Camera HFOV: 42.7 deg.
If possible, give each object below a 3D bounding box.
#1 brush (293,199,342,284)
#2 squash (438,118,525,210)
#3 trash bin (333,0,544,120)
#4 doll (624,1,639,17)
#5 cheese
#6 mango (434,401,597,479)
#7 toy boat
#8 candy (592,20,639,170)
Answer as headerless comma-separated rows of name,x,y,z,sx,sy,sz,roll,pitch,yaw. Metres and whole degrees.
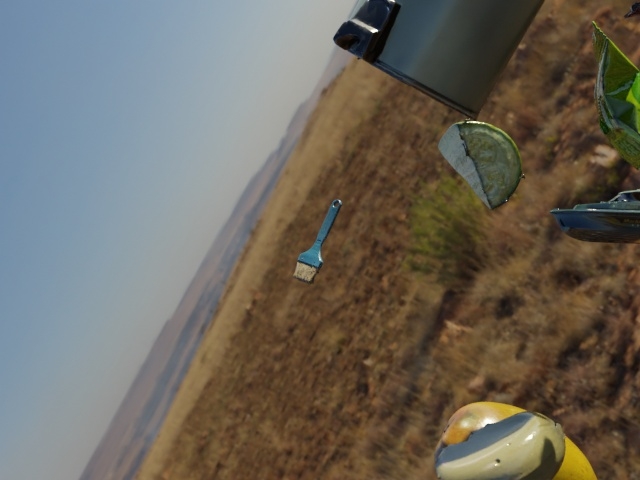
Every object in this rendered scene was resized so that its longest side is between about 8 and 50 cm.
brush,0.000,0.000,1.475,0.014,0.051,0.164,38,-106,-52
squash,0.346,-0.157,1.735,0.111,0.203,0.289,-22,-6,-1
trash bin,0.177,-0.322,1.077,0.277,0.217,0.263,11,-68,-52
doll,0.424,-0.377,0.986,0.196,0.256,0.152,-33,27,16
cheese,0.282,0.339,1.255,0.202,0.091,0.175,-29,6,7
mango,0.358,0.406,1.498,0.211,0.317,0.173,-94,26,-56
toy boat,0.298,-0.022,0.814,0.055,0.141,0.060,63,-150,-87
candy,0.445,-0.191,1.200,0.069,0.247,0.149,-20,-7,8
